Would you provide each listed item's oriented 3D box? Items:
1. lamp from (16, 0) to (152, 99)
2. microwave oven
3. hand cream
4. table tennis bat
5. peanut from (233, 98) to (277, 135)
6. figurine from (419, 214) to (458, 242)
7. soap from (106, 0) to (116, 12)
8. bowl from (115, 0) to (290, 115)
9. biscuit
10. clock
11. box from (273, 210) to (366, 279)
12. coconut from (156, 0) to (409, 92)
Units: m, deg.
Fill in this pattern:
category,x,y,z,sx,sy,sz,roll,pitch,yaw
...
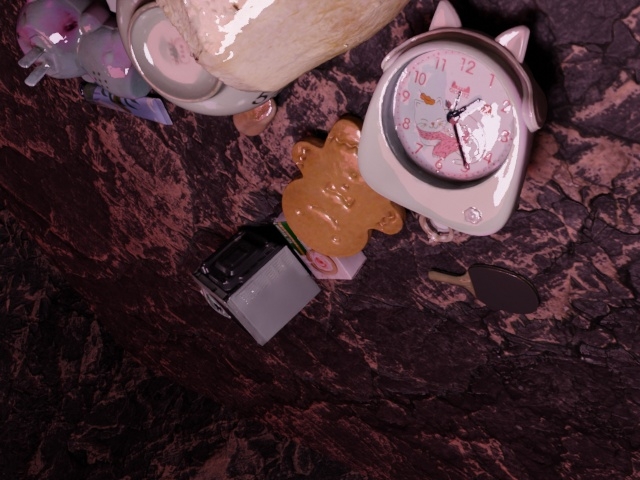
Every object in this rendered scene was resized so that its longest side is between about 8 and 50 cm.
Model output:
category,x,y,z,sx,sy,sz,roll,pitch,yaw
lamp,-0.511,-0.408,1.494,0.301,0.247,0.247,26,153,6
microwave oven,-0.178,0.101,1.800,0.181,0.237,0.295,52,167,-24
hand cream,-0.493,-0.351,1.748,0.271,0.058,0.091,19,150,22
table tennis bat,0.341,0.097,1.474,0.246,0.022,0.138,12,143,37
peanut,-0.133,-0.265,1.439,0.076,0.076,0.152,44,153,-11
figurine,0.232,-0.068,1.215,0.132,0.154,0.132,30,152,18
soap,-0.362,-0.544,1.275,0.159,0.088,0.265,21,147,28
bowl,-0.200,-0.350,1.166,0.353,0.185,0.354,13,133,14
biscuit,0.041,-0.092,1.431,0.275,0.052,0.355,40,137,-2
clock,0.207,-0.185,1.050,0.265,0.108,0.324,29,128,22
box,0.000,0.000,1.664,0.135,0.081,0.199,-3,133,51
coconut,-0.039,-0.399,0.820,0.404,0.405,0.405,28,150,18
